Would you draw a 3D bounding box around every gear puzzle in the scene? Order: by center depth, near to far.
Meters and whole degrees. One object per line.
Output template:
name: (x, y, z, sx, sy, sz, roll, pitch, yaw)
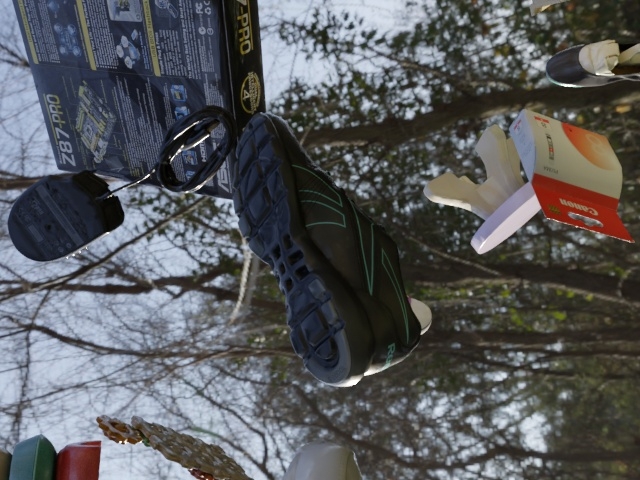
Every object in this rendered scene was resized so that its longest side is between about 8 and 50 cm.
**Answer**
gear puzzle: (-0.270, 0.395, 1.186, 0.339, 0.175, 0.044, 38, -101, -41)

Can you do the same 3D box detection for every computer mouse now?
computer mouse: (-0.171, -0.048, 0.552, 0.071, 0.242, 0.041, 62, -162, -15)

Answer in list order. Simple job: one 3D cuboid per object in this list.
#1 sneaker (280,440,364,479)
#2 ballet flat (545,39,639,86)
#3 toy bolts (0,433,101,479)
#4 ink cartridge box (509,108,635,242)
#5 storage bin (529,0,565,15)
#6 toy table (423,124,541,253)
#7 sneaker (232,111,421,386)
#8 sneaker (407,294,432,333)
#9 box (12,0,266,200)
sneaker: (0.046, 0.193, 0.267, 0.090, 0.115, 0.232, 61, -168, -61)
ballet flat: (0.440, -0.269, 0.948, 0.074, 0.203, 0.074, 179, 90, -87)
toy bolts: (-0.350, 0.347, 0.758, 0.159, 0.218, 0.228, 5, -108, -18)
ink cartridge box: (0.336, -0.089, 0.844, 0.146, 0.045, 0.179, 14, -138, -18)
storage bin: (0.325, -0.437, 0.769, 0.260, 0.123, 0.262, -40, -62, -44)
toy table: (0.353, -0.104, 1.301, 0.252, 0.274, 0.160, -25, -111, -32)
sneaker: (0.000, 0.000, 0.582, 0.106, 0.101, 0.267, -8, -115, -35)
sneaker: (0.098, 0.115, 1.276, 0.161, 0.282, 0.102, 105, 171, -51)
box: (-0.231, -0.260, 0.807, 0.097, 0.318, 0.394, -52, -35, -53)
